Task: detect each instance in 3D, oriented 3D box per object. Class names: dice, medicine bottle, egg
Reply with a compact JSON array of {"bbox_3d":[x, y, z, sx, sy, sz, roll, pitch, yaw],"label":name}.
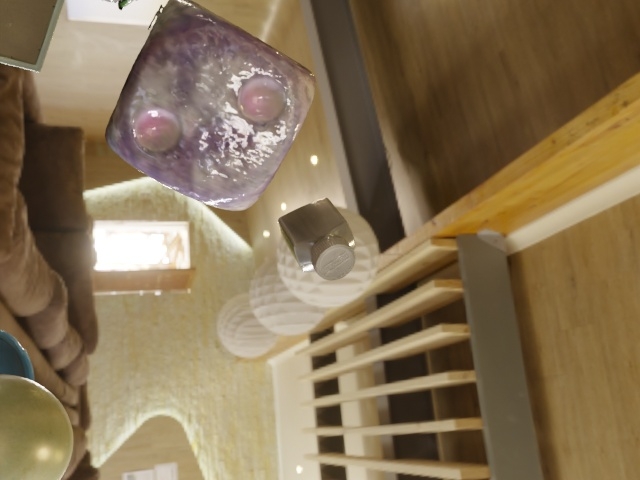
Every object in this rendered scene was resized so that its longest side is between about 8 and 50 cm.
[{"bbox_3d":[-0.183,-0.227,1.127,0.270,0.271,0.270,-60,-164,11],"label":"dice"},{"bbox_3d":[0.000,0.000,1.430,0.188,0.132,0.088,-124,-166,-54],"label":"medicine bottle"},{"bbox_3d":[-0.451,0.283,0.936,0.253,0.187,0.186,73,5,-61],"label":"egg"}]

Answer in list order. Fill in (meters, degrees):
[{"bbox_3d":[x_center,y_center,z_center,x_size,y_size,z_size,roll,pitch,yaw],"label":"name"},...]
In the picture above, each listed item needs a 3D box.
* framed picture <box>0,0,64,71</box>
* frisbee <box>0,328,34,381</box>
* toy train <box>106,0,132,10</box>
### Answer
[{"bbox_3d":[-0.650,-0.455,1.302,0.017,0.274,0.217,51,-61,38],"label":"framed picture"},{"bbox_3d":[-0.633,0.273,1.211,0.045,0.242,0.242,83,-1,-71],"label":"frisbee"},{"bbox_3d":[-0.456,-0.718,1.612,0.249,0.173,0.307,-31,-137,30],"label":"toy train"}]
